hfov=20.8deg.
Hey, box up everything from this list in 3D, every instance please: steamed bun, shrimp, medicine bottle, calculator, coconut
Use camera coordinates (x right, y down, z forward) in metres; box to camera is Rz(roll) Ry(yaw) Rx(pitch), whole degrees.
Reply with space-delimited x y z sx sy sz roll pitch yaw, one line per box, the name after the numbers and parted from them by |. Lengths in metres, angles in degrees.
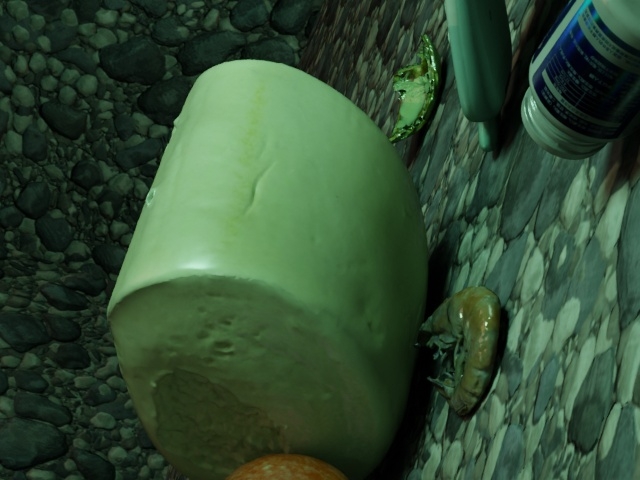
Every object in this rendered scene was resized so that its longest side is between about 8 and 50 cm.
-0.025 0.058 1.922 0.456 0.290 0.371 73 -152 -48 | steamed bun
0.133 0.112 1.724 0.223 0.048 0.126 148 129 -75 | shrimp
0.232 -0.147 1.394 0.191 0.107 0.107 120 165 -56 | medicine bottle
0.168 -0.234 1.853 0.184 0.042 0.295 -70 -28 -54 | calculator
0.129 -0.201 2.363 0.133 0.055 0.158 -99 30 -75 | coconut

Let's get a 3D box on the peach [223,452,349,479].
-0.018 0.333 1.787 0.232 0.233 0.232 -162 90 -82 | peach
